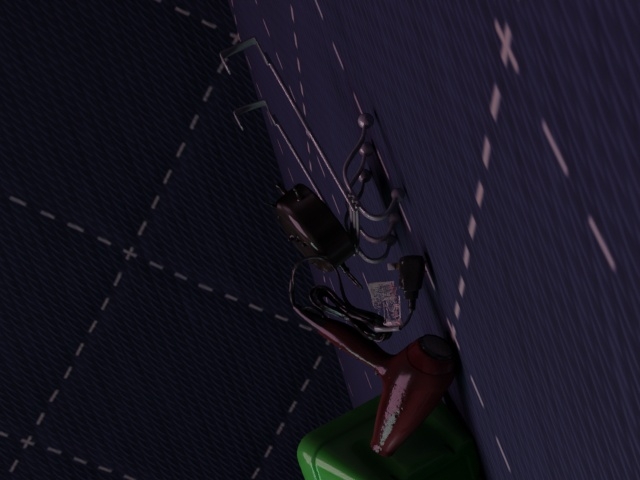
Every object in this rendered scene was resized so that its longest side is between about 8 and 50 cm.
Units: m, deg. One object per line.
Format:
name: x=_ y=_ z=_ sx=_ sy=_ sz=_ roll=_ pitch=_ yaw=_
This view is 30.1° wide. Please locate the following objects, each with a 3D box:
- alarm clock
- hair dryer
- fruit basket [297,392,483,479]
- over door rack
alarm clock: x=0.000 y=0.000 z=1.707 sx=0.192 sy=0.064 sz=0.129 roll=50 pitch=171 yaw=-13
hair dryer: x=0.083 y=0.154 z=1.636 sx=0.080 sy=0.223 sz=0.293 roll=-18 pitch=-80 yaw=-51
fruit basket: x=0.117 y=0.392 z=1.851 sx=0.392 sy=0.283 sz=0.392 roll=49 pitch=154 yaw=34
over door rack: x=0.003 y=-0.134 z=1.683 sx=0.324 sy=0.108 sz=0.239 roll=48 pitch=170 yaw=14
